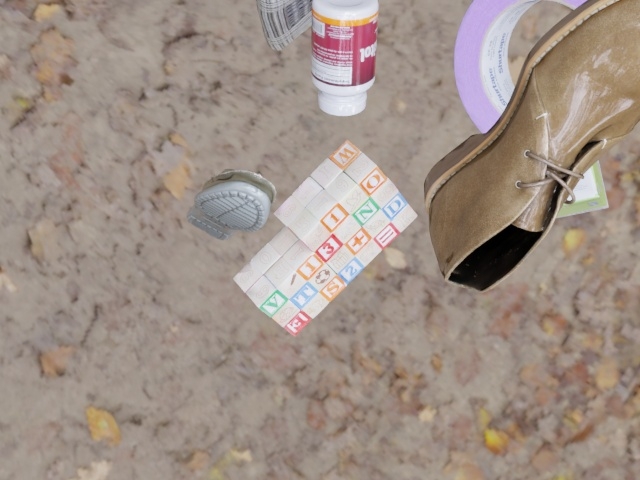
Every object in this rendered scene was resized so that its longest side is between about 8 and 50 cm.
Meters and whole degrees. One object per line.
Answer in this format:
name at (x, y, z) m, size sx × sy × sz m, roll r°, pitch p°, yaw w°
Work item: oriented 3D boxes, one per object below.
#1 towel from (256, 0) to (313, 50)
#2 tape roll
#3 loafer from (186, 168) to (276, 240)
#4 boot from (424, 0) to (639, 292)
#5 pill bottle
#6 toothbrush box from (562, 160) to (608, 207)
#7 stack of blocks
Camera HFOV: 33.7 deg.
towel at (0.053, -0.388, 1.445) m, size 0.324 × 0.312 × 0.056 m, roll -37°, pitch 85°, yaw -3°
tape roll at (0.331, -0.255, 1.505) m, size 0.090 × 0.274 × 0.275 m, roll -27°, pitch 121°, yaw -51°
loafer at (-0.119, -0.064, 1.420) m, size 0.094 × 0.251 × 0.087 m, roll 31°, pitch 74°, yaw -16°
boot at (0.185, -0.067, 0.807) m, size 0.112 × 0.115 × 0.305 m, roll 21°, pitch 136°, yaw -18°
pill bottle at (0.030, -0.244, 1.372) m, size 0.086 × 0.086 × 0.152 m, roll -14°, pitch 129°, yaw -20°
toothbrush box at (0.440, -0.108, 2.059) m, size 0.206 × 0.283 × 0.122 m, roll -12°, pitch 83°, yaw 18°
stack of blocks at (0.000, 0.000, 1.752) m, size 0.297 × 0.087 × 0.171 m, roll -45°, pitch 140°, yaw 1°
